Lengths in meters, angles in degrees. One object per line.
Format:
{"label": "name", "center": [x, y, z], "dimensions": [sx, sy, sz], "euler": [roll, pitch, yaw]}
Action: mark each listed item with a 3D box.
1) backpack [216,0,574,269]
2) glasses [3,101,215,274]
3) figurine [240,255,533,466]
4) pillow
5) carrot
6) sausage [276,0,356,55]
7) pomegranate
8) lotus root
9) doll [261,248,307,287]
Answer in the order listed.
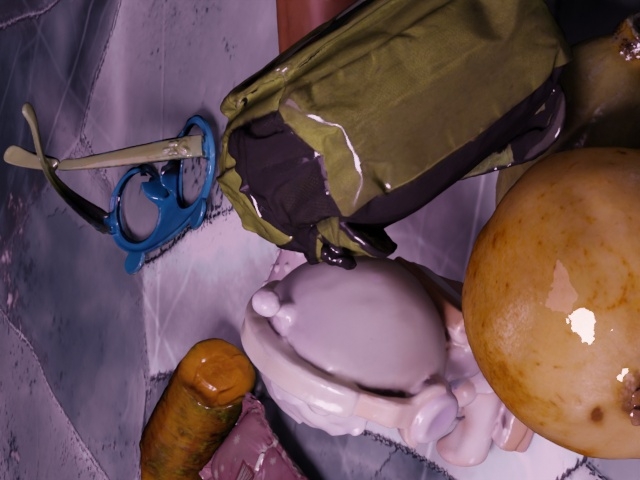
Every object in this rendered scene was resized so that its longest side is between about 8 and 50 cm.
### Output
{"label": "backpack", "center": [0.034, -0.073, 0.944], "dimensions": [0.140, 0.207, 0.253], "euler": [57, 162, -5]}
{"label": "glasses", "center": [-0.211, -0.083, 1.512], "dimensions": [0.239, 0.207, 0.102], "euler": [-28, 30, 52]}
{"label": "figurine", "center": [0.044, 0.079, 1.031], "dimensions": [0.162, 0.236, 0.141], "euler": [46, 119, 45]}
{"label": "pillow", "center": [-0.038, 0.226, 1.323], "dimensions": [0.185, 0.043, 0.118], "euler": [49, 128, 35]}
{"label": "carrot", "center": [-0.121, 0.175, 1.418], "dimensions": [0.082, 0.082, 0.173], "euler": [60, 140, 39]}
{"label": "sausage", "center": [0.023, -0.225, 1.169], "dimensions": [0.121, 0.121, 0.304], "euler": [-17, 73, 56]}
{"label": "pomegranate", "center": [0.172, 0.041, 0.877], "dimensions": [0.196, 0.196, 0.196], "euler": [-3, 87, 57]}
{"label": "lotus root", "center": [0.167, -0.068, 0.977], "dimensions": [0.090, 0.077, 0.183], "euler": [56, 135, 41]}
{"label": "doll", "center": [0.000, 0.000, 1.236], "dimensions": [0.129, 0.081, 0.207], "euler": [-144, 63, -66]}
